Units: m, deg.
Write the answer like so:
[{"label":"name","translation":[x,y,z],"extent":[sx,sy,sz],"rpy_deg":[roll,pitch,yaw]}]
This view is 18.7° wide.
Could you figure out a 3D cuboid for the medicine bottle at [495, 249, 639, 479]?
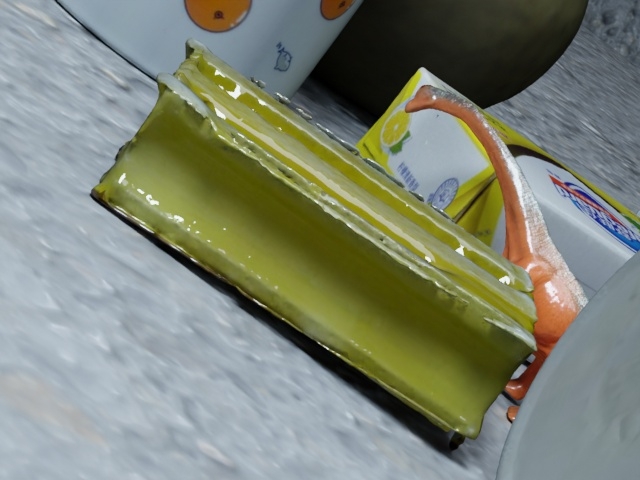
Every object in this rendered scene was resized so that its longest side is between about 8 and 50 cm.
[{"label":"medicine bottle","translation":[0.281,0.164,0.870],"extent":[0.384,0.224,0.224],"rpy_deg":[36,14,-14]}]

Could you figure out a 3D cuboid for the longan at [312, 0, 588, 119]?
[{"label":"longan","translation":[0.081,-0.240,1.582],"extent":[0.288,0.288,0.350],"rpy_deg":[33,6,-20]}]

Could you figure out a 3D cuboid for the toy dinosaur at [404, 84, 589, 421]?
[{"label":"toy dinosaur","translation":[0.113,0.035,1.122],"extent":[0.279,0.101,0.055],"rpy_deg":[53,6,14]}]

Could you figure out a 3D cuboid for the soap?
[{"label":"soap","translation":[0.001,-0.001,1.003],"extent":[0.233,0.076,0.135],"rpy_deg":[36,14,-6]}]

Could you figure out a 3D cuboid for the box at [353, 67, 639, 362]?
[{"label":"box","translation":[0.154,0.015,1.291],"extent":[0.265,0.097,0.168],"rpy_deg":[31,15,-26]}]

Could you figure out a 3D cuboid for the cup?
[{"label":"cup","translation":[-0.021,-0.259,1.265],"extent":[0.212,0.317,0.212],"rpy_deg":[37,14,-10]}]

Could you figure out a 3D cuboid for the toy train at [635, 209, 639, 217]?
[{"label":"toy train","translation":[0.365,0.081,1.579],"extent":[0.202,0.131,0.300],"rpy_deg":[37,12,-36]}]
